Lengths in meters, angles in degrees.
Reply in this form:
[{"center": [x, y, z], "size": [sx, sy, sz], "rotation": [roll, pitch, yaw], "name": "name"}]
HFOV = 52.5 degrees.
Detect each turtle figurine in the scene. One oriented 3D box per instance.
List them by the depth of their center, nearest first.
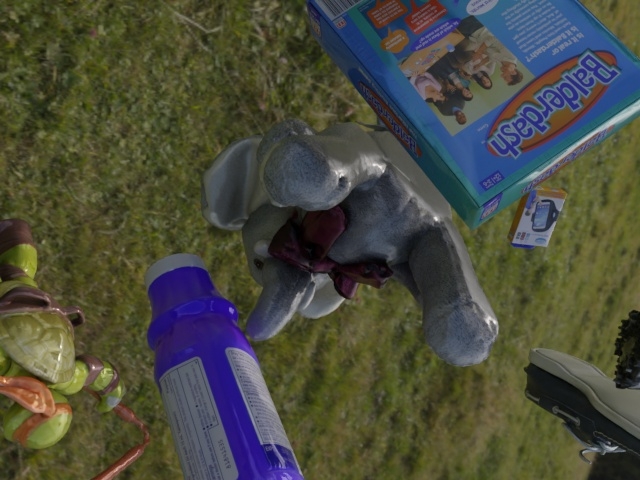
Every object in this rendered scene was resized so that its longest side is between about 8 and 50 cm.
[{"center": [-0.217, 0.054, 0.432], "size": [0.087, 0.217, 0.269], "rotation": [-41, 151, 10], "name": "turtle figurine"}]

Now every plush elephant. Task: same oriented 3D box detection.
[{"center": [0.000, 0.000, 0.715], "size": [0.272, 0.255, 0.330], "rotation": [40, 29, -19], "name": "plush elephant"}]

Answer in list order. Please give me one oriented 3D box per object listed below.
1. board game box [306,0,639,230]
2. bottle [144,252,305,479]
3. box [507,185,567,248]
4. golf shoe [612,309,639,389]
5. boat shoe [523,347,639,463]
[{"center": [0.113, -0.136, 0.483], "size": [0.160, 0.210, 0.047], "rotation": [-33, 161, -6], "name": "board game box"}, {"center": [-0.099, 0.137, 0.604], "size": [0.092, 0.282, 0.118], "rotation": [-26, 147, -3], "name": "bottle"}, {"center": [0.429, -0.042, 1.299], "size": [0.081, 0.028, 0.136], "rotation": [6, 113, -14], "name": "box"}, {"center": [0.324, 0.093, 0.577], "size": [0.198, 0.094, 0.077], "rotation": [79, 24, -64], "name": "golf shoe"}, {"center": [0.321, 0.203, 0.758], "size": [0.095, 0.254, 0.079], "rotation": [6, 100, -22], "name": "boat shoe"}]
